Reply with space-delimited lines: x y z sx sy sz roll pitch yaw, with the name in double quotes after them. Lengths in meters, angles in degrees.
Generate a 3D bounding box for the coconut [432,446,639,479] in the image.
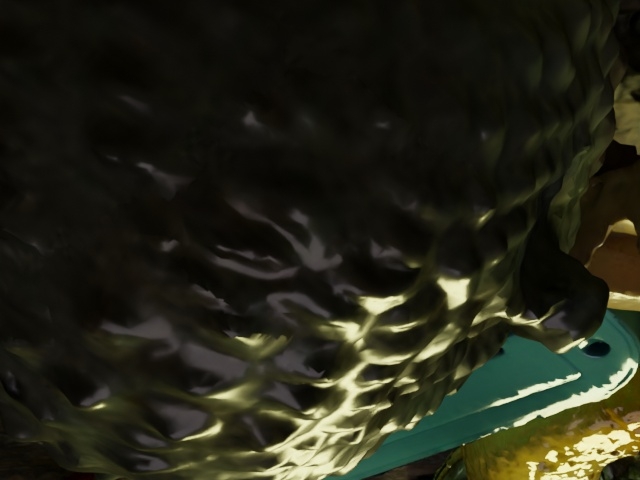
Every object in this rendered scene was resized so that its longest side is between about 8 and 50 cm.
0.138 0.151 1.073 0.158 0.133 0.055 12 -169 -6 "coconut"

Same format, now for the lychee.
-0.030 -0.040 0.593 0.274 0.255 0.255 29 154 15 "lychee"

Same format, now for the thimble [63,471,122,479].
-0.103 0.233 1.101 0.163 0.189 0.125 -11 148 11 "thimble"

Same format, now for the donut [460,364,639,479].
0.178 0.073 0.939 0.259 0.101 0.152 -6 145 17 "donut"

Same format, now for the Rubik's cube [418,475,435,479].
0.161 0.263 1.172 0.184 0.187 0.182 -5 150 11 "Rubik's cube"

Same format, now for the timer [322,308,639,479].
0.000 0.000 0.842 0.232 0.091 0.250 -23 132 35 "timer"

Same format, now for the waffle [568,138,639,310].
0.291 -0.011 0.684 0.304 0.077 0.348 8 170 -28 "waffle"
